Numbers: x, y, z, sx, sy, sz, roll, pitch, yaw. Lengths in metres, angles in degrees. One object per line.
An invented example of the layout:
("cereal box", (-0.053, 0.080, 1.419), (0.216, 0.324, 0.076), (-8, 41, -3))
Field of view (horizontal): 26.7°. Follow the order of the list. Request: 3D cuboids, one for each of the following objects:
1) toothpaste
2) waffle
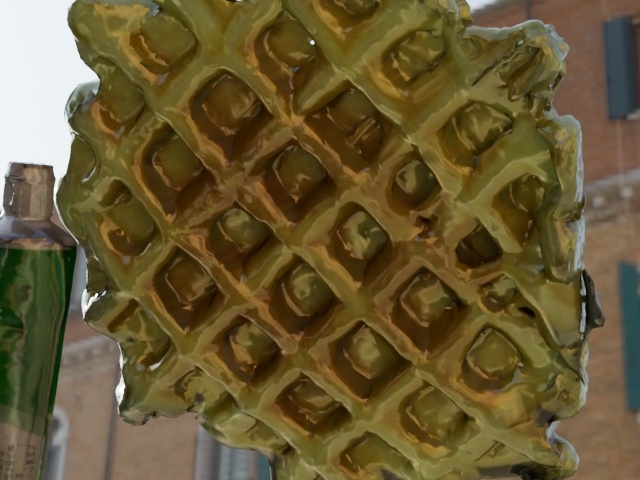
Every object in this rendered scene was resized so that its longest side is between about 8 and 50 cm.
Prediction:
("toothpaste", (-0.149, 0.087, 0.626), (0.046, 0.248, 0.078), (5, 4, -37))
("waffle", (0.000, 0.000, 0.695), (0.297, 0.073, 0.317), (5, -64, 20))
